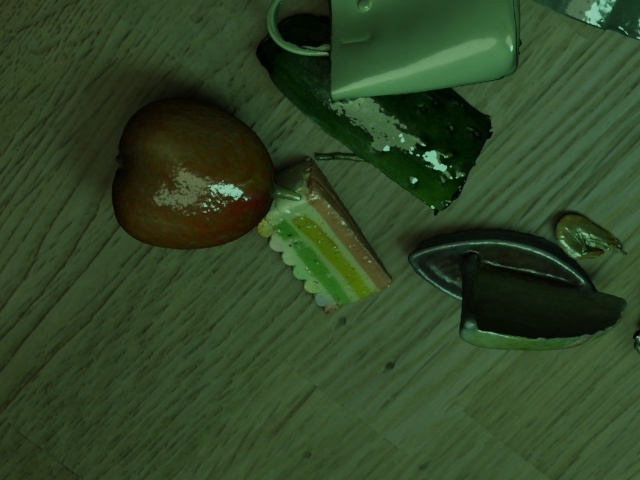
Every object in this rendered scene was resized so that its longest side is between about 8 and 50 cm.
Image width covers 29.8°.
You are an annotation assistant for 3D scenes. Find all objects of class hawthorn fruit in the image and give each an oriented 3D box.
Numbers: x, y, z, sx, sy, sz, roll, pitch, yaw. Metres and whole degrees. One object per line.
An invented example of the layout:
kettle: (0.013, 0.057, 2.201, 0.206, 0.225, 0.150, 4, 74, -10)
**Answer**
hawthorn fruit: (-0.146, -0.076, 1.556, 0.251, 0.199, 0.199, 13, 114, 13)

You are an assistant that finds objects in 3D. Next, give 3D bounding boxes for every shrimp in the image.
shrimp: (0.366, 0.005, 1.638, 0.108, 0.023, 0.059, 30, 78, -10)

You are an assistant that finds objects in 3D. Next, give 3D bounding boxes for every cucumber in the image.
cucumber: (0.068, -0.179, 1.555, 0.325, 0.105, 0.145, 36, 112, -7)

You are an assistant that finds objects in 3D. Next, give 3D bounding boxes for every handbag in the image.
handbag: (0.086, -0.291, 1.473, 0.315, 0.109, 0.241, -2, 82, 4)

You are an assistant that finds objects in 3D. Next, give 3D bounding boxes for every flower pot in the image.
flower pot: (0.377, -0.312, 1.471, 0.229, 0.103, 0.108, 20, 112, -3)

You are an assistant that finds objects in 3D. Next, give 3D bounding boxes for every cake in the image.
cake: (0.000, 0.008, 1.645, 0.109, 0.090, 0.225, -30, 108, 12)

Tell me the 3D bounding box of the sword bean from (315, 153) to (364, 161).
sword bean: (0.034, -0.112, 1.632, 0.083, 0.012, 0.012, 3, 113, 4)

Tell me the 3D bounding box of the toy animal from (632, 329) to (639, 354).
toy animal: (0.580, 0.133, 1.634, 0.260, 0.087, 0.243, 37, 92, -4)

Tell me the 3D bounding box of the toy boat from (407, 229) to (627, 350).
toy boat: (0.267, 0.081, 1.575, 0.276, 0.293, 0.111, 6, 115, -15)
